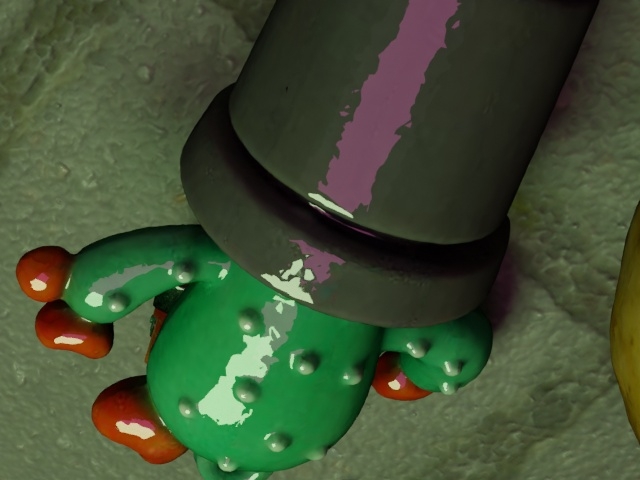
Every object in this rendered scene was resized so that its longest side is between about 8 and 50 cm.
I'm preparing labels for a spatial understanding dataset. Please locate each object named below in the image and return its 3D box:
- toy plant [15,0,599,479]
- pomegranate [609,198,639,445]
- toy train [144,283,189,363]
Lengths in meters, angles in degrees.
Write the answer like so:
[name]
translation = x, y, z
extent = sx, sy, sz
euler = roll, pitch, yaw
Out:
[toy plant]
translation = 0.010, 0.000, 0.910
extent = 0.185, 0.279, 0.400
euler = 47, 125, 34
[pomegranate]
translation = 0.338, 0.033, 0.751
extent = 0.410, 0.410, 0.410
euler = 8, 123, 12
[toy train]
translation = -0.089, 0.049, 1.048
extent = 0.044, 0.064, 0.103
euler = 21, 125, 2
